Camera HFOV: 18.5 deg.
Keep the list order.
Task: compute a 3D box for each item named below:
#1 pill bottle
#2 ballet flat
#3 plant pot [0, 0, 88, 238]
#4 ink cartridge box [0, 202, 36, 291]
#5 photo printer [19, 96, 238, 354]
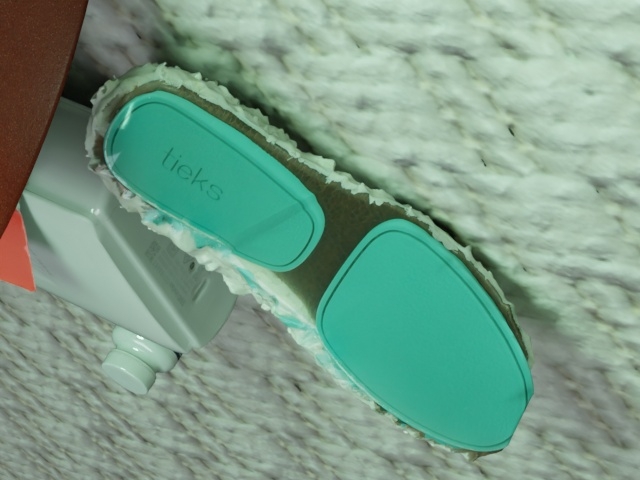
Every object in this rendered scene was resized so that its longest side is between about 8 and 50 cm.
[{"bbox_3d":[-0.150,0.079,1.806,0.067,0.120,0.067,26,157,12],"label":"pill bottle"},{"bbox_3d":[0.000,0.000,1.489,0.409,0.147,0.147,40,156,-13],"label":"ballet flat"},{"bbox_3d":[-0.303,-0.190,1.296,0.267,0.236,0.267,16,154,33],"label":"plant pot"},{"bbox_3d":[-0.317,-0.067,1.540,0.181,0.056,0.225,18,125,34],"label":"ink cartridge box"},{"bbox_3d":[-0.239,-0.041,1.668,0.307,0.107,0.256,23,160,29],"label":"photo printer"}]
